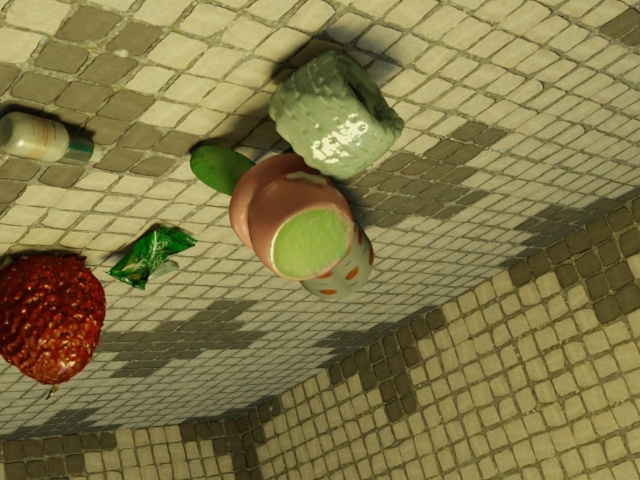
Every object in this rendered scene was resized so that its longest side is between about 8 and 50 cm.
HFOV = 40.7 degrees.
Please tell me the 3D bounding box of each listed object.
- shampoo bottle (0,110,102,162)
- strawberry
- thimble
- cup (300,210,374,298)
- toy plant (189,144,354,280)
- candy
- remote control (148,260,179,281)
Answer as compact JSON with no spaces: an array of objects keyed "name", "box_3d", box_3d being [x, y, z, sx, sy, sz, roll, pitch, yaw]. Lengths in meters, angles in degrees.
[{"name":"shampoo bottle","box_3d":[-0.466,-0.172,1.512,0.074,0.074,0.192,-32,153,33]},{"name":"strawberry","box_3d":[-0.619,0.198,1.941,0.292,0.343,0.292,-11,139,-9]},{"name":"thimble","box_3d":[0.030,-0.222,1.581,0.172,0.205,0.250,-36,145,22]},{"name":"cup","box_3d":[0.000,0.000,2.097,0.212,0.212,0.317,-20,157,6]},{"name":"toy plant","box_3d":[-0.061,-0.081,1.691,0.317,0.356,0.211,-7,118,-24]},{"name":"candy","box_3d":[-0.407,0.035,2.062,0.203,0.078,0.141,-37,164,16]},{"name":"remote control","box_3d":[-0.428,0.084,2.237,0.124,0.018,0.053,-23,159,15]}]
